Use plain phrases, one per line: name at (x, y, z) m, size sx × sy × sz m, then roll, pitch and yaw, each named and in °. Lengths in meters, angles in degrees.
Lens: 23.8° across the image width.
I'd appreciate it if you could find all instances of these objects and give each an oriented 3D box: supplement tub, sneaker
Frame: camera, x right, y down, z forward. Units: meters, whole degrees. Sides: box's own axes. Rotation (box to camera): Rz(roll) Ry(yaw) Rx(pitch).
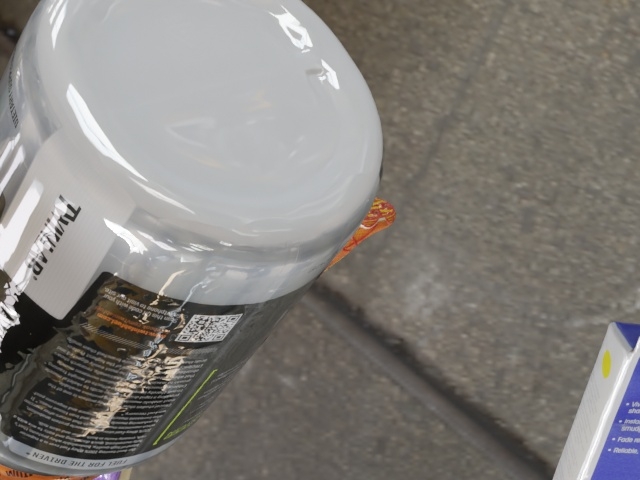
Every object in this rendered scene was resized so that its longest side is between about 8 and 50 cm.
supplement tub at (-0.114, 0.007, 0.843) m, size 0.316 × 0.193 × 0.193 m, roll -51°, pitch 50°, yaw 46°
sneaker at (0.000, 0.000, 1.574) m, size 0.064 × 0.175 × 0.067 m, roll 44°, pitch 147°, yaw 45°

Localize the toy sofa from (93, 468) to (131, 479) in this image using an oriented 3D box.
toy sofa at (-0.245, 0.150, 1.151) m, size 0.177 × 0.150 × 0.362 m, roll 42°, pitch 126°, yaw 37°

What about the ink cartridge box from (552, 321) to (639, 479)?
ink cartridge box at (0.363, 0.141, 1.233) m, size 0.072 × 0.304 × 0.307 m, roll -98°, pitch 16°, yaw -51°
